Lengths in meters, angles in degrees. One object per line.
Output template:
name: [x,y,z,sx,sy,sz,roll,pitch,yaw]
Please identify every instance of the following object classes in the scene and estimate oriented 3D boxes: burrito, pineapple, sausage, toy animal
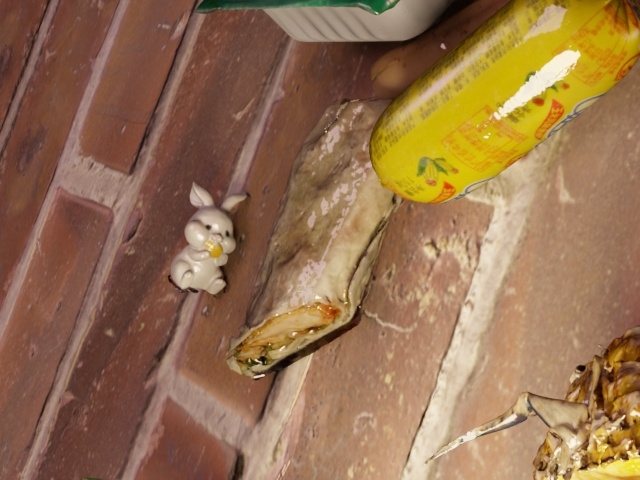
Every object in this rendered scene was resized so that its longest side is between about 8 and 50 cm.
burrito: [0.004,0.003,1.583,0.348,0.107,0.175,-67,22,1]
pineapple: [0.257,0.119,1.130,0.334,0.158,0.161,-10,65,52]
sausage: [0.170,-0.139,1.404,0.347,0.123,0.123,-39,45,37]
toy animal: [-0.135,0.000,1.793,0.085,0.071,0.124,-116,45,-68]
sausage: [0.159,-0.213,1.509,0.301,0.065,0.066,-29,52,45]

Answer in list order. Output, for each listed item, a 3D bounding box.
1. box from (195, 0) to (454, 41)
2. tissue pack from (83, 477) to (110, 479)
box: [0.056,-0.297,1.602,0.264,0.106,0.336,-46,28,-21]
tissue pack: [-0.106,0.367,1.434,0.128,0.228,0.311,-63,36,12]
